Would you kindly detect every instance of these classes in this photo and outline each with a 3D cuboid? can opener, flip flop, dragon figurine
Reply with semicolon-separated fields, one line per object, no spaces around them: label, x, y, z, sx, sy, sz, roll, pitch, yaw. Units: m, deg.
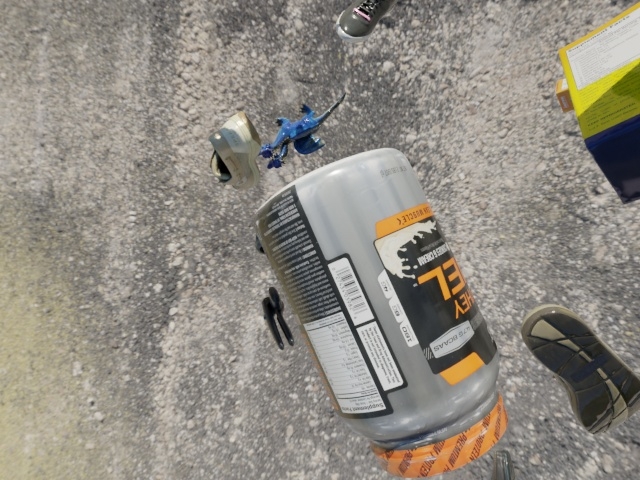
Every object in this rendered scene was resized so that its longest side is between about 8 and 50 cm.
can opener;-0.109;0.197;1.034;0.059;0.186;0.073;-22;130;-3
flip flop;0.404;0.197;0.662;0.112;0.080;0.277;-41;103;12
dragon figurine;-0.042;-0.293;1.151;0.290;0.085;0.143;-21;52;3

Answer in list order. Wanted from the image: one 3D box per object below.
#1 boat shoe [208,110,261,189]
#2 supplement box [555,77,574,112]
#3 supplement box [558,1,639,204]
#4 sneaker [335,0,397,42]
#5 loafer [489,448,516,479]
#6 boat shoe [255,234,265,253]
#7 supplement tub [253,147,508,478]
boat shoe;-0.197;-0.172;0.920;0.098;0.302;0.109;-34;89;-16
supplement box;0.771;-0.429;1.131;0.078;0.234;0.080;48;54;-26
supplement box;0.651;-0.288;0.857;0.195;0.356;0.194;36;139;-28
sneaker;0.146;-0.668;1.159;0.105;0.147;0.295;38;60;-1
loafer;0.259;0.396;0.631;0.062;0.062;0.169;1;89;30
boat shoe;0.000;0.002;0.986;0.306;0.109;0.091;6;61;2
supplement tub;0.069;0.075;0.476;0.194;0.193;0.315;-25;87;9
